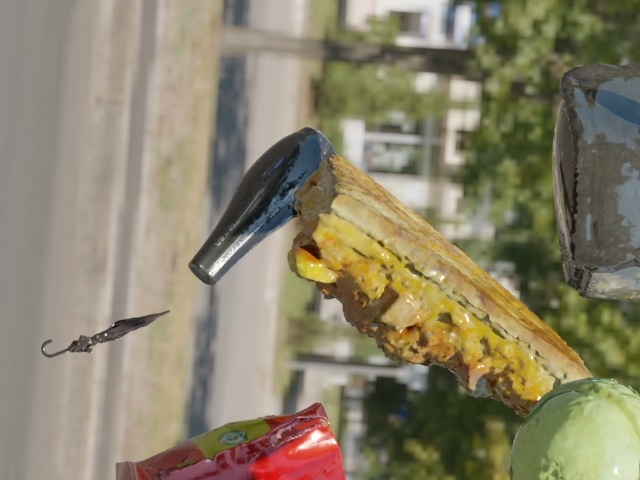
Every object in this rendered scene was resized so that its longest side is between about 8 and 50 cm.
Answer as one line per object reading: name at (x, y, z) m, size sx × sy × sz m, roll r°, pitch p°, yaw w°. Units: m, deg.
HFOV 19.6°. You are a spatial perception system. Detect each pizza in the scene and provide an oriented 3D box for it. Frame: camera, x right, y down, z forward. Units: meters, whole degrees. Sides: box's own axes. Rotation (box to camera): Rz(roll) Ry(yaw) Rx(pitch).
pizza at (0.091, 0.045, 1.403) m, size 0.087 × 0.268 × 0.258 m, roll -54°, pitch -176°, yaw 10°

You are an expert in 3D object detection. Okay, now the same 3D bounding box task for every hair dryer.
hair dryer at (0.000, 0.000, 1.851) m, size 0.195 × 0.219 × 0.075 m, roll -51°, pitch 155°, yaw -19°

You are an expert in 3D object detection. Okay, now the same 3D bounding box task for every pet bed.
pet bed at (0.298, -0.054, 1.505) m, size 0.159 × 0.210 × 0.183 m, roll 87°, pitch 3°, yaw -72°

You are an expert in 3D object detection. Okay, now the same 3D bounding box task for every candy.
candy at (0.218, 0.132, 1.175) m, size 0.335 × 0.092 × 0.093 m, roll 5°, pitch 72°, yaw -58°

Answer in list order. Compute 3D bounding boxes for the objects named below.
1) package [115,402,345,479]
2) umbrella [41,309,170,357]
package at (-0.098, 0.252, 1.906) m, size 0.423 × 0.196 × 0.123 m, roll 147°, pitch -76°, yaw -75°
umbrella at (-0.193, 0.086, 1.679) m, size 0.013 × 0.122 × 0.022 m, roll -120°, pitch -165°, yaw -82°
